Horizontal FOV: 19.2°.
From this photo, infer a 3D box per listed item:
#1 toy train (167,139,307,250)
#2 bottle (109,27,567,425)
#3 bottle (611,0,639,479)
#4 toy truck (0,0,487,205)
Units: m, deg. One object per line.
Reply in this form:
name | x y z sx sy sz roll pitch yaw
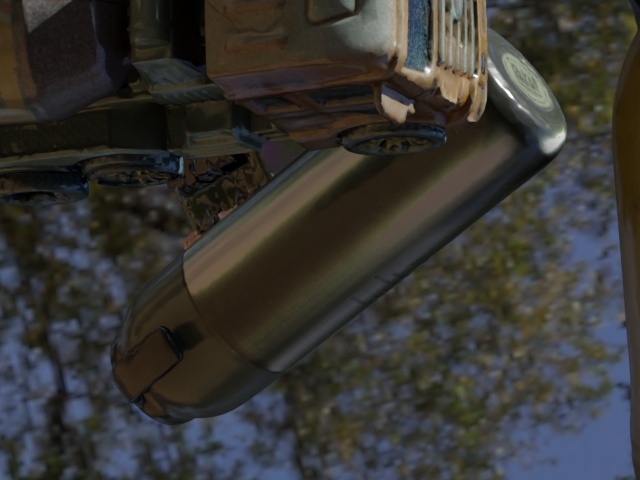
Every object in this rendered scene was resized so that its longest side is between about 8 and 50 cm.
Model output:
toy train | -0.021 -0.103 1.186 0.134 0.177 0.260 -23 -89 59
bottle | 0.000 0.000 0.906 0.254 0.096 0.079 -38 -98 24
bottle | 0.238 -0.048 0.985 0.171 0.172 0.351 -2 -88 48
toy truck | -0.075 -0.082 0.723 0.257 0.140 0.108 -5 -100 22
